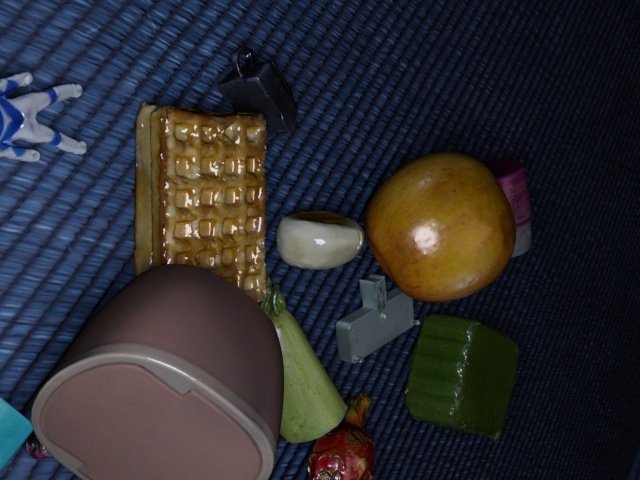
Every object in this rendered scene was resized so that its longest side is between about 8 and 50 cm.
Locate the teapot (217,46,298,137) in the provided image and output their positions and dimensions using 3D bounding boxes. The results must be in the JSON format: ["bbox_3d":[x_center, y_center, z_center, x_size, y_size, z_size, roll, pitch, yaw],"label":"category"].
[{"bbox_3d":[-0.089,-0.244,1.245,0.177,0.087,0.096,55,46,-37],"label":"teapot"}]

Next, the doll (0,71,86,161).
[{"bbox_3d":[-0.392,-0.151,0.936,0.227,0.057,0.114,-17,113,-56],"label":"doll"}]

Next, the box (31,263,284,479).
[{"bbox_3d":[-0.193,0.185,0.994,0.216,0.301,0.301,-79,149,-53],"label":"box"}]

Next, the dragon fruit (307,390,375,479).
[{"bbox_3d":[0.053,0.388,1.459,0.125,0.125,0.246,97,9,-45],"label":"dragon fruit"}]

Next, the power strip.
[{"bbox_3d":[0.115,0.143,1.533,0.216,0.061,0.145,-25,114,-45],"label":"power strip"}]

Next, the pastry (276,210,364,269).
[{"bbox_3d":[0.000,0.000,1.320,0.156,0.156,0.092,-15,109,-47],"label":"pastry"}]

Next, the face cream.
[{"bbox_3d":[0.390,-0.070,1.735,0.175,0.175,0.195,-30,114,-43],"label":"face cream"}]

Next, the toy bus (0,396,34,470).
[{"bbox_3d":[-0.430,0.262,0.907,0.160,0.092,0.079,-55,129,-29],"label":"toy bus"}]

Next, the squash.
[{"bbox_3d":[-0.073,0.198,1.312,0.137,0.137,0.287,-37,106,-40],"label":"squash"}]

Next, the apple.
[{"bbox_3d":[0.222,-0.019,1.472,0.275,0.299,0.299,-32,120,-15],"label":"apple"}]

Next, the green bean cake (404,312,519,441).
[{"bbox_3d":[0.319,0.304,1.708,0.250,0.156,0.247,26,73,-47],"label":"green bean cake"}]

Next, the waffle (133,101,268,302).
[{"bbox_3d":[-0.179,-0.050,1.161,0.213,0.091,0.308,-6,100,-49],"label":"waffle"}]

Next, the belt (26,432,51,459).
[{"bbox_3d":[-0.303,0.261,1.083,0.232,0.053,0.071,4,89,-51],"label":"belt"}]
